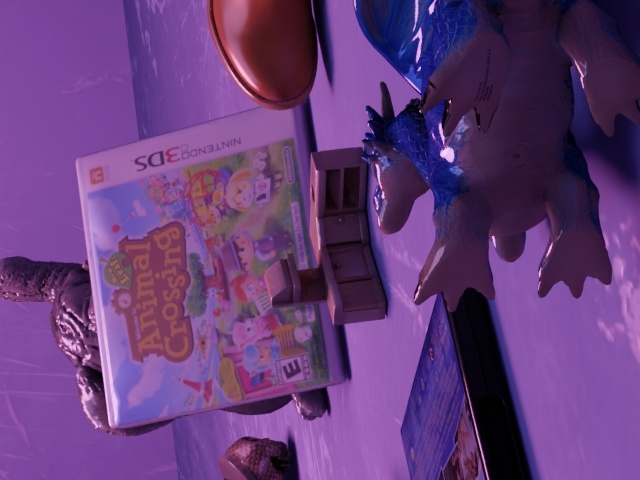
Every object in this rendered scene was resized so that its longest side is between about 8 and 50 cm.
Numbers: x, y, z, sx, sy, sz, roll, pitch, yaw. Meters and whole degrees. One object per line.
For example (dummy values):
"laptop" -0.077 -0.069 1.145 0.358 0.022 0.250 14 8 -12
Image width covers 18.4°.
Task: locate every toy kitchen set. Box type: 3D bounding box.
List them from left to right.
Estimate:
"toy kitchen set" 0.000 0.000 1.224 0.075 0.068 0.083 92 168 -45

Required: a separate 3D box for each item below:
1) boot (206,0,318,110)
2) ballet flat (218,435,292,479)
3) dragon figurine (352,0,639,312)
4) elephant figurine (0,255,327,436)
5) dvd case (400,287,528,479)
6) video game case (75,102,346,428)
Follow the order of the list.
"boot" -0.033 -0.195 1.291 0.152 0.073 0.197 133 127 -74
"ballet flat" -0.054 0.242 1.855 0.084 0.058 0.250 40 159 20
"dragon figurine" 0.060 -0.075 0.708 0.289 0.085 0.144 90 169 -45
"elephant figurine" -0.139 0.077 1.582 0.186 0.239 0.169 139 128 -68
"dvd case" 0.083 0.168 0.971 0.180 0.022 0.253 99 162 -59
"video game case" -0.085 0.019 1.456 0.023 0.193 0.212 13 -114 -63
